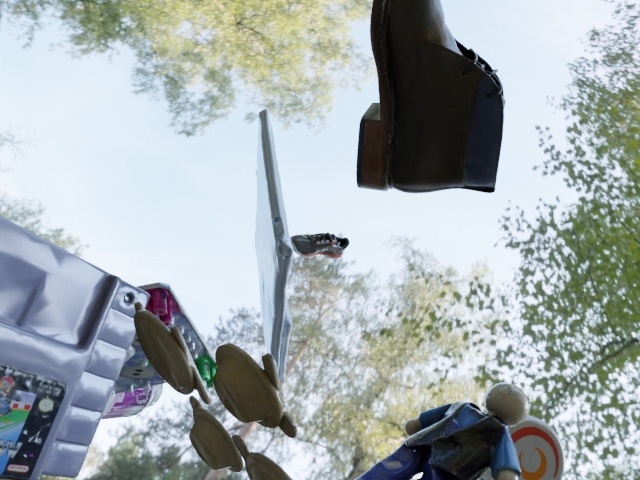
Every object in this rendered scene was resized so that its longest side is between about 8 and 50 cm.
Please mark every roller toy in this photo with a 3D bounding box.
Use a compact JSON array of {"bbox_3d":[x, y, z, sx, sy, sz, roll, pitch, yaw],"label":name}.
[{"bbox_3d":[0.456,0.508,1.330,0.191,0.146,0.209,-10,-98,-15],"label":"roller toy"}]

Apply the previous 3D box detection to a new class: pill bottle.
[{"bbox_3d":[-0.580,0.419,1.609,0.169,0.301,0.169,-4,-104,14],"label":"pill bottle"}]

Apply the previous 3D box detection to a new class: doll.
[{"bbox_3d":[0.103,0.176,0.457,0.129,0.189,0.046,11,-58,57],"label":"doll"}]

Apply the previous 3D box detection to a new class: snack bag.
[{"bbox_3d":[-0.075,0.010,0.894,0.037,0.323,0.342,-2,-43,-10],"label":"snack bag"}]

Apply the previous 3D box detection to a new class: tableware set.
[{"bbox_3d":[-0.060,0.111,0.356,0.168,0.020,0.141,11,-56,45],"label":"tableware set"}]

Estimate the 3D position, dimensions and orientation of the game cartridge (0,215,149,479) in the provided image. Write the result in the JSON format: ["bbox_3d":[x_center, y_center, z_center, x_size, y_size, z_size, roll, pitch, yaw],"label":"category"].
[{"bbox_3d":[-0.326,0.092,0.523,0.068,0.230,0.355,0,-25,28],"label":"game cartridge"}]

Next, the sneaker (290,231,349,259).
[{"bbox_3d":[0.000,0.000,1.279,0.065,0.158,0.061,-47,-127,36],"label":"sneaker"}]

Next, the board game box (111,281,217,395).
[{"bbox_3d":[-0.419,0.228,1.054,0.390,0.050,0.390,-11,-34,-2],"label":"board game box"}]

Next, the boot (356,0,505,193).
[{"bbox_3d":[0.089,-0.130,0.393,0.106,0.082,0.219,11,-54,10],"label":"boot"}]
